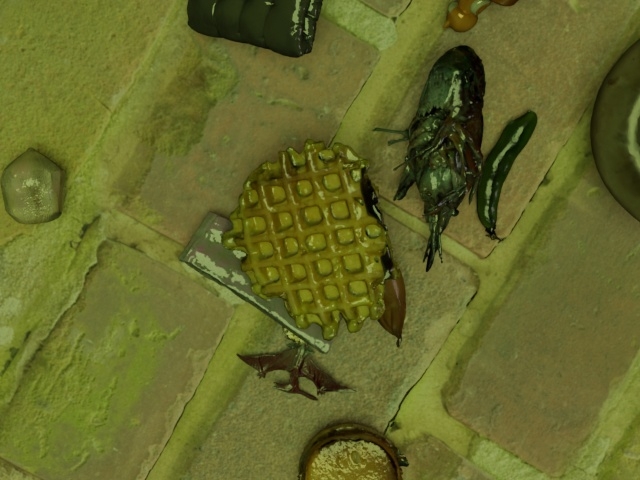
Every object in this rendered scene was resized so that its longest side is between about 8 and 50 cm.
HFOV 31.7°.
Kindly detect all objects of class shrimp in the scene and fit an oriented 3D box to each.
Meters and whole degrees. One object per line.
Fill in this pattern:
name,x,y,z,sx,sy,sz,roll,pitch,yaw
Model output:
shrimp,0.179,-0.139,1.851,0.172,0.137,0.372,19,94,34

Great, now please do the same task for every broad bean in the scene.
broad bean,0.306,-0.113,1.892,0.069,0.039,0.226,15,102,4

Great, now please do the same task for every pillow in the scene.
pillow,-0.083,-0.466,1.762,0.228,0.101,0.326,19,105,30

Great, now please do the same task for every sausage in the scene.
sausage,0.058,0.033,1.886,0.112,0.112,0.328,-34,97,6

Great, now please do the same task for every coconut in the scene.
coconut,-0.473,-0.093,1.867,0.110,0.110,0.124,0,107,0

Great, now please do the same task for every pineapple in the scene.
pineapple,-0.031,0.162,1.956,0.083,0.019,0.045,7,95,0

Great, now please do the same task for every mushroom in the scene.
mushroom,0.608,-0.171,1.748,0.362,0.294,0.362,0,102,-1

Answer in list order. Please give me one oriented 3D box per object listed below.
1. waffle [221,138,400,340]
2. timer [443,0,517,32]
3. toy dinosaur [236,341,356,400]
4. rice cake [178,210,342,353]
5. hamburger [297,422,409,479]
waffle,-0.001,0.001,1.804,0.312,0.060,0.307,44,116,-2
timer,0.253,-0.398,1.811,0.132,0.132,0.152,34,123,-6
toy dinosaur,-0.040,0.226,1.953,0.220,0.032,0.108,18,116,0
rice cake,-0.089,0.070,1.910,0.298,0.050,0.106,34,78,-5
hamburger,0.049,0.414,1.954,0.182,0.118,0.191,19,97,0
